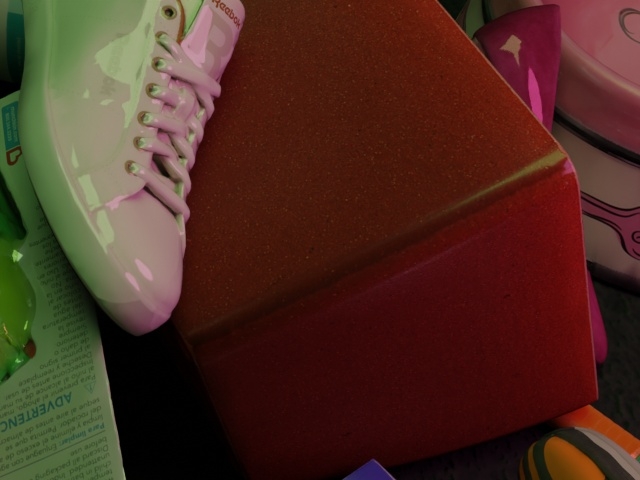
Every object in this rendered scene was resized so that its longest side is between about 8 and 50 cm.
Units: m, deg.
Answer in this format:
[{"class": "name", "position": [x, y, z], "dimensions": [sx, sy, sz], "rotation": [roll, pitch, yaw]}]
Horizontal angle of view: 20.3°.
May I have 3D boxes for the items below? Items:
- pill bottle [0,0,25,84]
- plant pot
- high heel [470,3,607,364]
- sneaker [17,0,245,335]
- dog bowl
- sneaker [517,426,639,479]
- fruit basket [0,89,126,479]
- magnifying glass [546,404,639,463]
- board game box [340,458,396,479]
[{"class": "pill bottle", "position": [-0.168, -0.180, 1.345], "dimensions": [0.264, 0.146, 0.146], "rotation": [10, 47, 1]}, {"class": "plant pot", "position": [0.000, 0.000, 1.136], "dimensions": [0.235, 0.267, 0.267], "rotation": [-28, 54, -9]}, {"class": "high heel", "position": [0.167, -0.039, 1.237], "dimensions": [0.117, 0.082, 0.244], "rotation": [-29, 86, -3]}, {"class": "sneaker", "position": [-0.100, -0.087, 1.020], "dimensions": [0.123, 0.106, 0.290], "rotation": [-24, 55, 16]}, {"class": "dog bowl", "position": [0.299, -0.146, 1.379], "dimensions": [0.408, 0.150, 0.408], "rotation": [4, 47, -4]}, {"class": "sneaker", "position": [0.119, 0.242, 0.948], "dimensions": [0.180, 0.125, 0.321], "rotation": [-5, 48, -14]}, {"class": "fruit basket", "position": [-0.261, 0.106, 1.031], "dimensions": [0.327, 0.165, 0.353], "rotation": [-25, 62, 13]}, {"class": "magnifying glass", "position": [0.226, 0.162, 1.171], "dimensions": [0.231, 0.026, 0.092], "rotation": [37, 53, 22]}, {"class": "board game box", "position": [0.057, 0.290, 1.011], "dimensions": [0.213, 0.046, 0.317], "rotation": [-31, 58, -30]}]
